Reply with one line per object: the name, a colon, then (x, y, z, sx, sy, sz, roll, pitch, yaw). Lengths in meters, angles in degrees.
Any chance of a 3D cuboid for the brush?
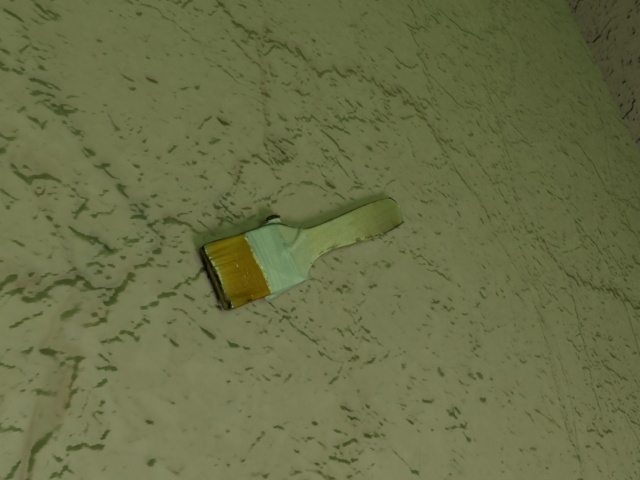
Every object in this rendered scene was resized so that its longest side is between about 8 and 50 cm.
brush: (0.000, 0.000, 0.804, 0.336, 0.020, 0.085, -19, 81, -49)
